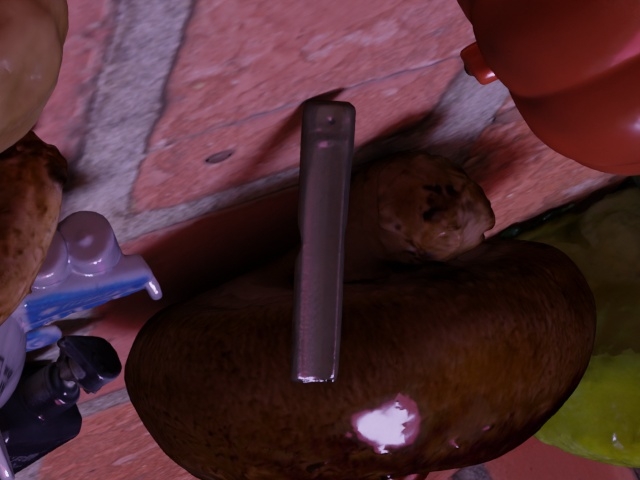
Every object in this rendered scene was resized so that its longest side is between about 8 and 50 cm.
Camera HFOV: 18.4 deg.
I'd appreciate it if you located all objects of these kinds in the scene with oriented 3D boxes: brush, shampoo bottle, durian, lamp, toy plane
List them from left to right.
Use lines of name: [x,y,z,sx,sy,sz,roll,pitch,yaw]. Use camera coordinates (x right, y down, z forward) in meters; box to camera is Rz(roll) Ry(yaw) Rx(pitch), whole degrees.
toy plane: [-0.223,0.062,1.153,0.267,0.123,0.267,-22,162,-8]
shampoo bottle: [-0.271,0.159,1.505,0.309,0.071,0.098,-32,162,27]
brush: [0.000,0.000,1.247,0.034,0.190,0.027,-1,-157,-8]
lamp: [0.140,-0.120,0.955,0.164,0.188,0.187,-27,165,19]
durian: [0.267,0.079,1.731,0.256,0.340,0.204,-51,138,9]

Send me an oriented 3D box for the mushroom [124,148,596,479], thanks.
mushroom: [0.027,0.084,1.445,0.345,0.239,0.345,6,162,2]

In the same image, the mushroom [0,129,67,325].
mushroom: [-0.209,0.056,0.909,0.301,0.233,0.208,-9,-177,-32]

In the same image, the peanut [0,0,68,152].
peanut: [-0.243,-0.048,0.730,0.319,0.147,0.147,-21,167,16]

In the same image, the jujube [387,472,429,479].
jujube: [0.037,0.127,1.685,0.255,0.190,0.190,-49,159,13]

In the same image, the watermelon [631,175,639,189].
watermelon: [0.349,-0.073,1.553,0.204,0.127,0.232,-30,170,7]
